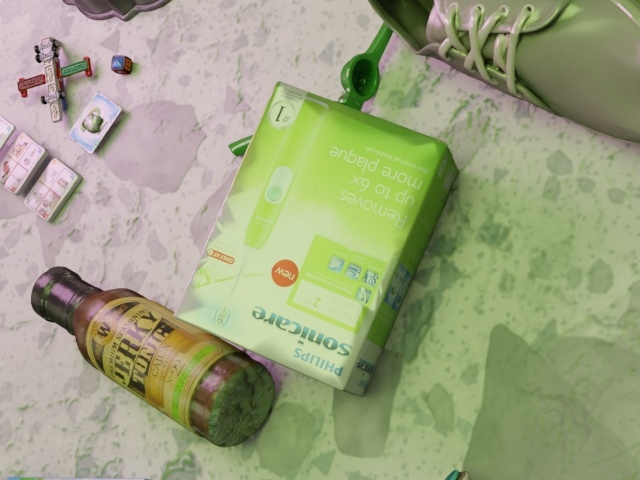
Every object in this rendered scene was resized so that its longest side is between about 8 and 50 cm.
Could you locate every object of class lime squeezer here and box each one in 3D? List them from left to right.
[{"bbox_3d":[0.023,-0.184,1.478,0.310,0.059,0.110,-44,27,11],"label":"lime squeezer"}]

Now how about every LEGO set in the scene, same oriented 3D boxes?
[{"bbox_3d":[-0.359,-0.170,1.697,0.182,0.060,0.244,35,93,22],"label":"LEGO set"}]

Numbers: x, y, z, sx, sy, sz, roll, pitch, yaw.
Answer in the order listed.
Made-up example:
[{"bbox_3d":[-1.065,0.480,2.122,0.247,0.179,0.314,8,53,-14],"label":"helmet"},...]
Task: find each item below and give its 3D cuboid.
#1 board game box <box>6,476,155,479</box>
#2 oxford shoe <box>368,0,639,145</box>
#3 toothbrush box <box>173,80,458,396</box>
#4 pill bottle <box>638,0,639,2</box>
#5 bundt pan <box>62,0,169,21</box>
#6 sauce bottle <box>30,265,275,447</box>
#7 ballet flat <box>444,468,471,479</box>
[{"bbox_3d":[-0.293,0.363,1.461,0.211,0.039,0.160,-5,70,27],"label":"board game box"},{"bbox_3d":[0.201,-0.216,1.298,0.130,0.169,0.449,-24,45,-29],"label":"oxford shoe"},{"bbox_3d":[0.000,0.000,1.345,0.206,0.122,0.283,23,86,15],"label":"toothbrush box"},{"bbox_3d":[0.374,-0.255,1.253,0.208,0.119,0.119,31,89,33],"label":"pill bottle"},{"bbox_3d":[-0.285,-0.478,1.704,0.330,0.124,0.331,-10,68,27],"label":"bundt pan"},{"bbox_3d":[-0.212,0.126,1.457,0.344,0.111,0.111,24,85,34],"label":"sauce bottle"},{"bbox_3d":[0.089,0.337,1.241,0.077,0.091,0.241,41,101,3],"label":"ballet flat"}]
